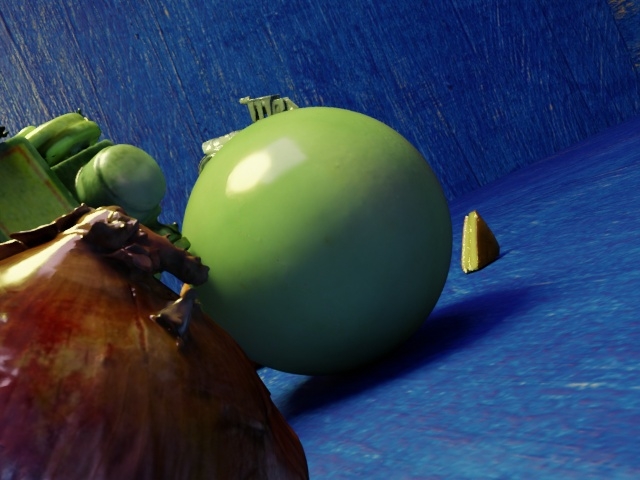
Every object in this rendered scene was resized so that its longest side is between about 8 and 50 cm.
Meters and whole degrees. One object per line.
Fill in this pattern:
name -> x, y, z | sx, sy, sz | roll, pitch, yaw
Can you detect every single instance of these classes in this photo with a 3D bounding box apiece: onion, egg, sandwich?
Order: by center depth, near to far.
onion -> -0.113, 0.064, 0.456 | 0.230, 0.163, 0.230 | 9, 5, -1
egg -> 0.000, 0.000, 0.896 | 0.220, 0.220, 0.269 | -24, -3, 13
sandwich -> 0.184, 0.009, 1.233 | 0.031, 0.044, 0.083 | -28, 41, 42

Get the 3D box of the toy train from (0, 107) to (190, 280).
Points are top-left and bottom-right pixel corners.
toy train -> -0.226, 0.025, 0.798 | 0.271, 0.159, 0.188 | -38, 0, 39

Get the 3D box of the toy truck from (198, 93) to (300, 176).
toy truck -> -0.054, -0.062, 1.665 | 0.184, 0.338, 0.133 | -23, 2, 17

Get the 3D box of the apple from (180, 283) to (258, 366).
apple -> -0.089, 0.074, 1.242 | 0.163, 0.139, 0.163 | -23, 4, 1
